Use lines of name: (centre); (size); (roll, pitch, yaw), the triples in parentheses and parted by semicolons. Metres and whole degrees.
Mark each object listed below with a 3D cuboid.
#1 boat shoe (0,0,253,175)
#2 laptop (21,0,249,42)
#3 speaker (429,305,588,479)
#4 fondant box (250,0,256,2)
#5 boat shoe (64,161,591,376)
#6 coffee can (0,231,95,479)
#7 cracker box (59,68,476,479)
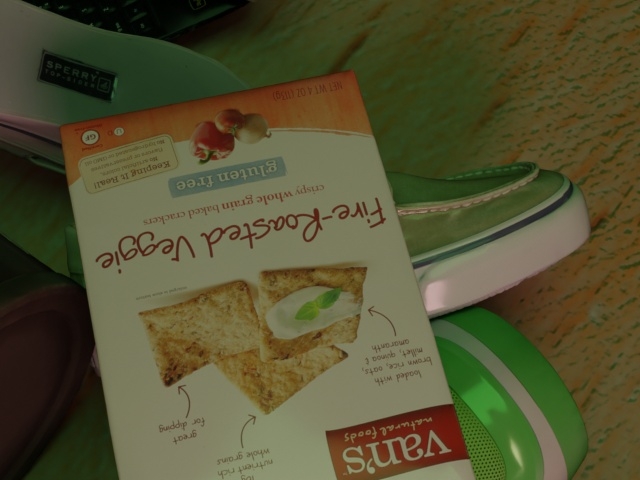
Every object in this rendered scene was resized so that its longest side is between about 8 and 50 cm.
boat shoe: (-0.137, -0.082, 0.798); (0.258, 0.084, 0.095); (25, 74, -30)
laptop: (-0.218, -0.221, 0.859); (0.264, 0.136, 0.234); (-24, 68, -3)
speaker: (-0.004, 0.160, 0.691); (0.296, 0.131, 0.131); (-35, 70, -18)
fondant box: (-0.119, -0.339, 0.902); (0.238, 0.096, 0.330); (16, 56, -8)
boat shoe: (0.000, 0.000, 0.749); (0.302, 0.109, 0.094); (-15, 105, 1)
coffee can: (-0.287, 0.030, 0.697); (0.275, 0.201, 0.201); (35, 67, 14)
cracker box: (-0.031, 0.039, 0.646); (0.156, 0.067, 0.232); (-12, 64, -7)
